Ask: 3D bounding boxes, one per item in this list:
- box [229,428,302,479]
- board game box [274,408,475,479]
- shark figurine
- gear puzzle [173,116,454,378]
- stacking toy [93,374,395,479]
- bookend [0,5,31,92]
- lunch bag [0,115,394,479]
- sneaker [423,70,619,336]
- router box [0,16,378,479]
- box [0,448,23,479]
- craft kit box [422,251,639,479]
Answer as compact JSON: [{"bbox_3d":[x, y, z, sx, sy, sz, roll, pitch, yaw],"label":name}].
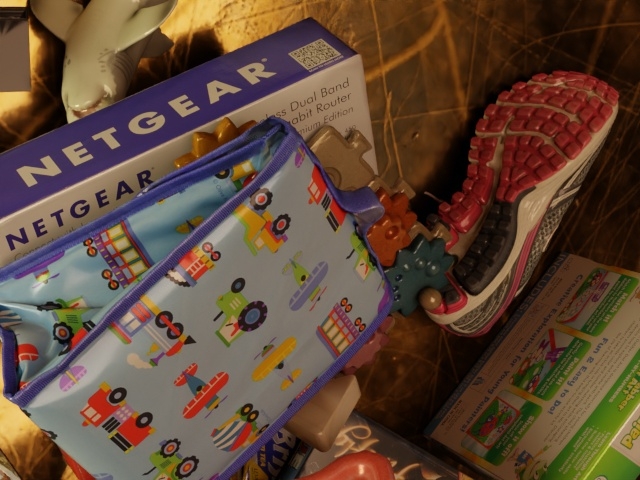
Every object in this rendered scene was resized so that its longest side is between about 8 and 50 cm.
[{"bbox_3d":[-0.059,0.227,1.260,0.059,0.054,0.169,13,93,-25],"label":"box"},{"bbox_3d":[0.066,0.275,1.256,0.243,0.042,0.165,32,84,-19],"label":"board game box"},{"bbox_3d":[-0.129,-0.205,1.138,0.278,0.166,0.116,-45,150,0],"label":"shark figurine"},{"bbox_3d":[0.000,0.000,1.103,0.175,0.044,0.339,-46,136,1],"label":"gear puzzle"},{"bbox_3d":[-0.072,0.260,1.126,0.309,0.279,0.130,-11,118,10],"label":"stacking toy"},{"bbox_3d":[-0.294,-0.151,1.044,0.156,0.157,0.072,-4,100,-23],"label":"bookend"},{"bbox_3d":[-0.074,0.052,1.002,0.293,0.138,0.221,-35,135,-1],"label":"lunch bag"},{"bbox_3d":[0.192,-0.042,1.312,0.299,0.121,0.112,-52,143,-10],"label":"sneaker"},{"bbox_3d":[-0.107,0.012,1.126,0.335,0.082,0.301,-27,134,-18],"label":"router box"},{"bbox_3d":[-0.372,0.176,1.119,0.159,0.044,0.233,-36,110,-16],"label":"box"},{"bbox_3d":[0.246,0.137,1.277,0.061,0.246,0.250,42,81,-22],"label":"craft kit box"}]
